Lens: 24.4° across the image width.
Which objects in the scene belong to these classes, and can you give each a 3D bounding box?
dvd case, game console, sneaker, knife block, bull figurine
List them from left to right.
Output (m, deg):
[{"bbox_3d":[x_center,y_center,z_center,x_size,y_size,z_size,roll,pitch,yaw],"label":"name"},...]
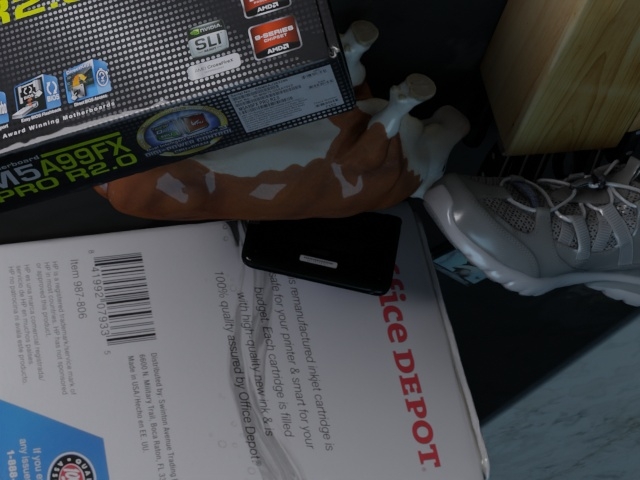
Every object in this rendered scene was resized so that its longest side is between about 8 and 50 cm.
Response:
[{"bbox_3d":[-0.015,-0.078,1.115,0.310,0.101,0.188,-7,148,-16],"label":"bull figurine"},{"bbox_3d":[0.000,0.000,1.217,0.122,0.107,0.071,12,150,-2],"label":"game console"},{"bbox_3d":[0.172,0.005,1.442,0.119,0.013,0.087,-27,150,25],"label":"dvd case"},{"bbox_3d":[0.168,-0.123,1.121,0.242,0.088,0.276,-29,149,25],"label":"knife block"},{"bbox_3d":[0.200,-0.026,1.152,0.281,0.105,0.115,7,126,-38],"label":"sneaker"}]

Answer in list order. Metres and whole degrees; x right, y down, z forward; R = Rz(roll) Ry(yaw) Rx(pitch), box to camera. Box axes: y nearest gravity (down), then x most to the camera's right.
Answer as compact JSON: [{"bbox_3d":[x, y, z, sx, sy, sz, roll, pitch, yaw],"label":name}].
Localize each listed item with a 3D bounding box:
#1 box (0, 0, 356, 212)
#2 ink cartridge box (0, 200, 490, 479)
[{"bbox_3d":[-0.135,-0.137,0.823,0.270,0.216,0.060,-15,154,5],"label":"box"},{"bbox_3d":[-0.086,0.142,1.286,0.395,0.285,0.166,-6,153,-13],"label":"ink cartridge box"}]
